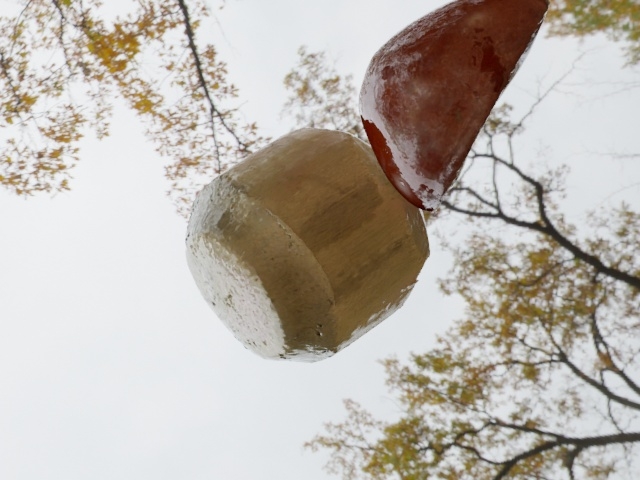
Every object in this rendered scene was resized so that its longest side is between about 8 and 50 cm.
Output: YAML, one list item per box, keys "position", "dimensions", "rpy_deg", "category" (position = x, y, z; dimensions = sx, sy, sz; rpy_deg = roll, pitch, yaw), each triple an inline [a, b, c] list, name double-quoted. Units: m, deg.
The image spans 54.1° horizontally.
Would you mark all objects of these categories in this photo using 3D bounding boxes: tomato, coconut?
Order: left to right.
- position: [0.000, 0.000, 0.612]
  dimensions: [0.234, 0.224, 0.224]
  rpy_deg: [-31, -68, -37]
  category: "coconut"
- position: [0.078, -0.105, 0.425]
  dimensions: [0.159, 0.091, 0.139]
  rpy_deg: [-62, -5, 29]
  category: "tomato"
